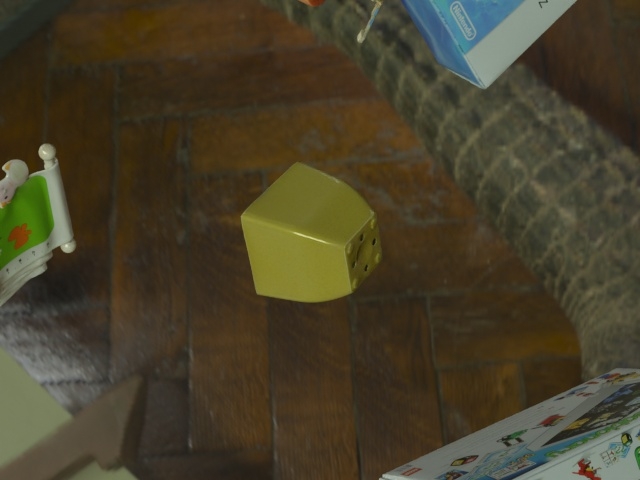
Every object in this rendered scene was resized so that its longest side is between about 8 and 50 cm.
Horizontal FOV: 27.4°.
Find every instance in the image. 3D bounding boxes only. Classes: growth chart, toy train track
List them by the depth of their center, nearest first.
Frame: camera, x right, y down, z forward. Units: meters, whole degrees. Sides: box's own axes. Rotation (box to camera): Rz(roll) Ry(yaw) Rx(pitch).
[{"bbox_3d":[-0.318,0.027,1.227,0.021,0.172,0.237,32,65,23],"label":"growth chart"},{"bbox_3d":[0.053,-0.239,1.357,0.014,0.048,0.083,29,59,-9],"label":"toy train track"}]

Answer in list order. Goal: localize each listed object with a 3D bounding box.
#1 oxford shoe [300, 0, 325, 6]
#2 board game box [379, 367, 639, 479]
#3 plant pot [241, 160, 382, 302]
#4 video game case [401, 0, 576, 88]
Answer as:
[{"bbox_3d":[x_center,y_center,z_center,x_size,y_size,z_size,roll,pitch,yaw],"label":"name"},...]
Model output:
[{"bbox_3d":[-0.049,-0.428,1.459,0.133,0.363,0.130,25,51,21],"label":"oxford shoe"},{"bbox_3d":[0.231,0.195,1.235,0.305,0.193,0.053,-19,94,-24],"label":"board game box"},{"bbox_3d":[0.000,0.000,1.015,0.083,0.081,0.081,17,45,31],"label":"plant pot"},{"bbox_3d":[0.126,-0.274,0.854,0.244,0.269,0.061,-45,43,-6],"label":"video game case"}]
